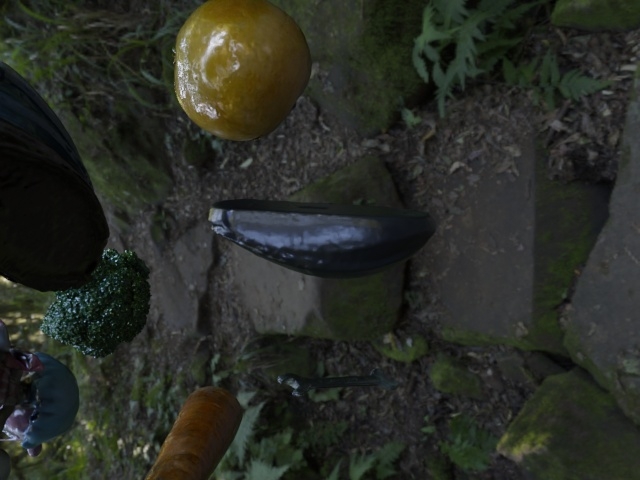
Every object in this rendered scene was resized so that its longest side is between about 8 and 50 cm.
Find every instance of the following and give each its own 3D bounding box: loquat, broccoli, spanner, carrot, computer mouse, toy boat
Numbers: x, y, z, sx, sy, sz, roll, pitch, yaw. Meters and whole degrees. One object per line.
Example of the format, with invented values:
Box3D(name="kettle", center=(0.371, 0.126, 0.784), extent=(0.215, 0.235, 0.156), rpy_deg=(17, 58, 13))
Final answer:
Box3D(name="loquat", center=(-0.141, -0.305, 0.985), extent=(0.263, 0.263, 0.262), rpy_deg=(171, 90, -67))
Box3D(name="broccoli", center=(-0.365, 0.096, 0.893), extent=(0.156, 0.196, 0.195), rpy_deg=(30, 127, 38))
Box3D(name="spanner", center=(0.036, 0.236, 0.902), extent=(0.054, 0.255, 0.015), rpy_deg=(42, 114, 45))
Box3D(name="carrot", center=(-0.112, 0.187, 0.435), extent=(0.209, 0.061, 0.061), rpy_deg=(-69, -26, -81))
Box3D(name="computer mouse", center=(0.000, 0.000, 0.651), extent=(0.137, 0.270, 0.086), rpy_deg=(-82, -4, -81))
Box3D(name="toy boat", center=(-0.272, -0.055, 0.459), extent=(0.142, 0.129, 0.309), rpy_deg=(45, 158, 17))

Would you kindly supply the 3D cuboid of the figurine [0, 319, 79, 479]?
Box3D(name="figurine", center=(-0.337, 0.179, 0.588), extent=(0.260, 0.103, 0.205), rpy_deg=(100, 151, -59))
